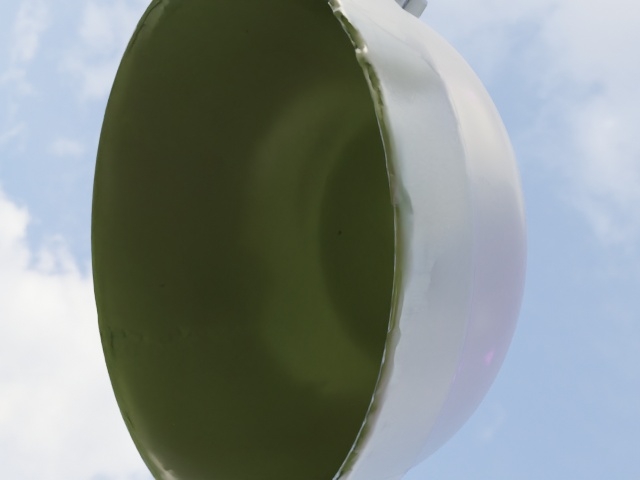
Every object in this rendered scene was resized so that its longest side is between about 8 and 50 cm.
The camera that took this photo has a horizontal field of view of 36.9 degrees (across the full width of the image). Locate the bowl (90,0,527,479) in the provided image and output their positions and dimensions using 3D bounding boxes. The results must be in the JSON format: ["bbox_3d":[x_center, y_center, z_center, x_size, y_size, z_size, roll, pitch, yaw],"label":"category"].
[{"bbox_3d":[0.000,0.000,0.507,0.287,0.144,0.286,4,-85,54],"label":"bowl"}]

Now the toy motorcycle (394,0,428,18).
[{"bbox_3d":[0.026,-0.202,0.816,0.228,0.074,0.151,-56,-139,6],"label":"toy motorcycle"}]
